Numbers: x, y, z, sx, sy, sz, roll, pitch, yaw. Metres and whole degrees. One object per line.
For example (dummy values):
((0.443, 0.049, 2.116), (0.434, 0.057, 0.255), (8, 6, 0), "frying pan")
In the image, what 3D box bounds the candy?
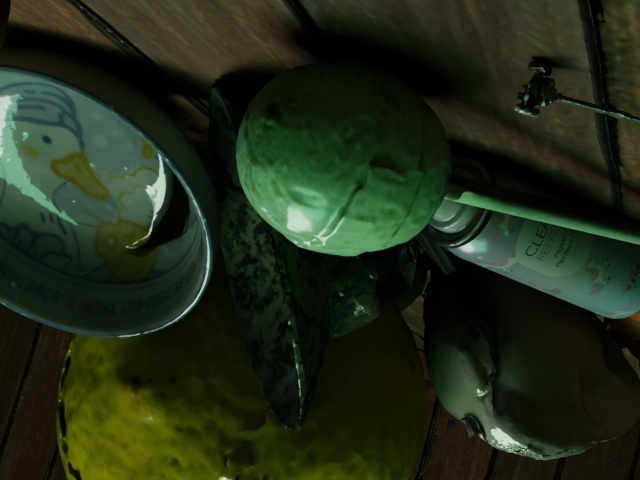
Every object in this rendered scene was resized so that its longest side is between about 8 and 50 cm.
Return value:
((0.143, -0.021, 0.790), (0.440, 0.119, 0.119), (12, 175, -32), "candy")

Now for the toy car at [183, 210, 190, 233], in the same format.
((-0.097, 0.095, 1.554), (0.336, 0.242, 0.226), (8, 172, 35), "toy car")

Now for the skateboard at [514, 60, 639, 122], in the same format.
((0.147, -0.069, 0.640), (0.083, 0.032, 0.064), (17, -177, 6), "skateboard")

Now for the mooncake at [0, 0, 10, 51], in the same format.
((-0.320, -0.129, 0.629), (0.290, 0.161, 0.290), (17, 173, 2), "mooncake")

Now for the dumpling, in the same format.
((0.202, 0.089, 1.168), (0.205, 0.293, 0.163), (-14, 127, 1), "dumpling")

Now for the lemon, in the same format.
((-0.069, 0.160, 1.156), (0.350, 0.349, 0.387), (11, 177, 30), "lemon")

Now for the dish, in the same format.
((-0.194, -0.061, 0.978), (0.273, 0.134, 0.273), (12, 134, 13), "dish")

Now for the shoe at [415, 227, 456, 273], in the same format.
((0.087, -0.031, 0.938), (0.062, 0.053, 0.159), (56, 180, 39), "shoe")

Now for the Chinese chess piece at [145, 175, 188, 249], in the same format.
((-0.307, -0.053, 1.251), (0.338, 0.140, 0.338), (15, 171, 2), "Chinese chess piece")

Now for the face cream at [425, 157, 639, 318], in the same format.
((0.161, -0.003, 0.902), (0.229, 0.075, 0.075), (20, 171, -36), "face cream")

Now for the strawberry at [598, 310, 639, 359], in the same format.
((0.340, 0.075, 1.075), (0.167, 0.087, 0.208), (29, 170, 20), "strawberry")

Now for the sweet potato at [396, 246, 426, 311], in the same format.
((0.054, 0.040, 1.305), (0.124, 0.098, 0.310), (-11, 149, 0), "sweet potato")

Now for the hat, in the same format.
((0.000, 0.000, 0.888), (0.128, 0.265, 0.265), (-17, 179, -13), "hat")
